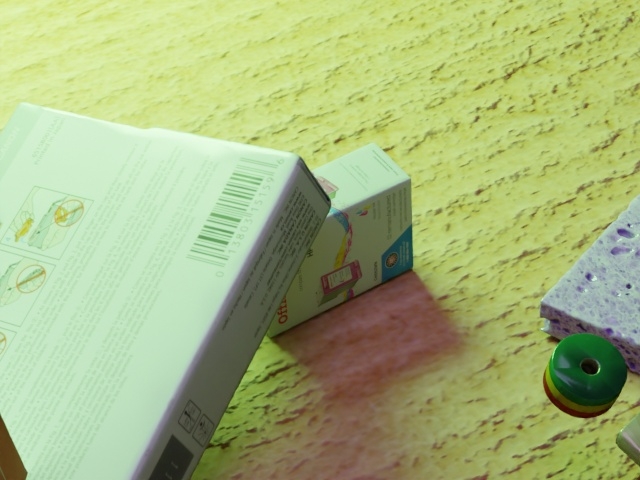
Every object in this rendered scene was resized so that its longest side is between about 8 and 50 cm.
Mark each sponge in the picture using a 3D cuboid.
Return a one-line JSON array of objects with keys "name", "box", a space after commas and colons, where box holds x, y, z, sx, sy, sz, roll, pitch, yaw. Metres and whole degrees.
[{"name": "sponge", "box": [0.254, 0.013, 1.167, 0.117, 0.031, 0.210, 24, 49, 30]}]

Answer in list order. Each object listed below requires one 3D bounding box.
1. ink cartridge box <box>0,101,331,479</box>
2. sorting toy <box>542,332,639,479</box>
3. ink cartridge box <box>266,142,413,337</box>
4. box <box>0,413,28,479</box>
[{"name": "ink cartridge box", "box": [-0.156, 0.051, 1.089, 0.239, 0.060, 0.275, 13, 64, 33]}, {"name": "sorting toy", "box": [0.265, 0.136, 0.996, 0.132, 0.046, 0.274, -37, 68, -28]}, {"name": "ink cartridge box", "box": [0.000, 0.000, 1.168, 0.122, 0.088, 0.052, -25, 47, -20]}, {"name": "box", "box": [-0.273, 0.209, 0.825, 0.168, 0.215, 0.345, 0, 53, 6]}]
